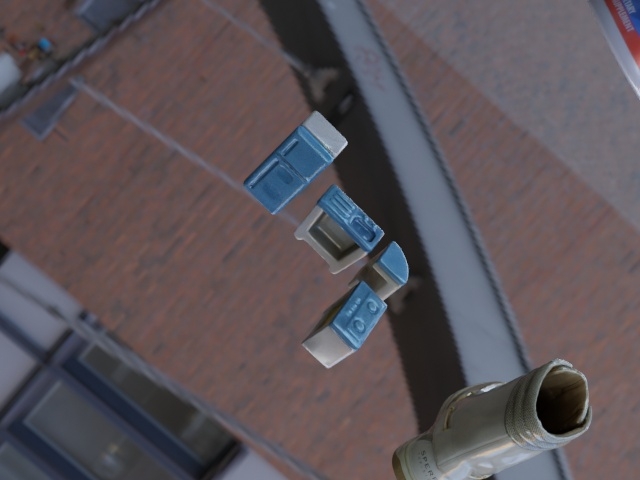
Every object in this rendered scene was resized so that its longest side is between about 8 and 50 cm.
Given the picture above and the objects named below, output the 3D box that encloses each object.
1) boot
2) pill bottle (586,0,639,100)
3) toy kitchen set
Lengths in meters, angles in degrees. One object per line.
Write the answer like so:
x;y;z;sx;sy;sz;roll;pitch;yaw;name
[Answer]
0.216;0.192;1.429;0.203;0.095;0.262;-33;173;33;boot
0.329;-0.194;0.987;0.221;0.124;0.124;-29;-170;17;pill bottle
0.000;0.000;1.380;0.122;0.207;0.166;-42;-174;42;toy kitchen set
